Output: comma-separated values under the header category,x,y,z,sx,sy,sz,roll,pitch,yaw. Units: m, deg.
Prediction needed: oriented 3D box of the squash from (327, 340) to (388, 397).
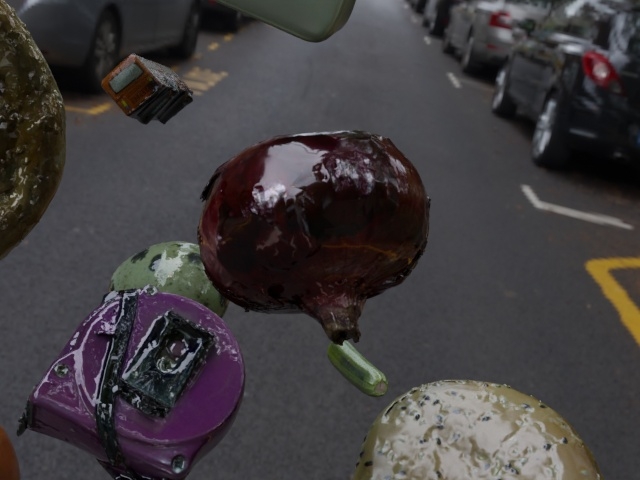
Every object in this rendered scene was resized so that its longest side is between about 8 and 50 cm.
category,x,y,z,sx,sy,sz,roll,pitch,yaw
squash,0.077,0.277,2.042,0.066,0.066,0.229,3,15,-26

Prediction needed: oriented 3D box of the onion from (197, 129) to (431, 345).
category,x,y,z,sx,sy,sz,roll,pitch,yaw
onion,0.000,0.000,0.951,0.252,0.252,0.219,-2,59,-37

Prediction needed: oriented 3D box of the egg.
category,x,y,z,sx,sy,sz,roll,pitch,yaw
egg,-0.267,0.088,1.637,0.228,0.177,0.177,3,13,22

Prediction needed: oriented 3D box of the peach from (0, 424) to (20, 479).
category,x,y,z,sx,sy,sz,roll,pitch,yaw
peach,-0.645,0.394,1.512,0.342,0.343,0.302,13,57,4

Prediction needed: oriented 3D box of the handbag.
category,x,y,z,sx,sy,sz,roll,pitch,yaw
handbag,-0.054,-0.352,1.005,0.256,0.219,0.079,25,27,6

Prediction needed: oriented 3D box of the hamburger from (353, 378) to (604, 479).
category,x,y,z,sx,sy,sz,roll,pitch,yaw
hamburger,0.185,0.324,1.198,0.317,0.195,0.277,-17,47,-5

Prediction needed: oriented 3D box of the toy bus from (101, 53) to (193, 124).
category,x,y,z,sx,sy,sz,roll,pitch,yaw
toy bus,-0.306,-0.274,1.727,0.092,0.093,0.409,48,4,-5

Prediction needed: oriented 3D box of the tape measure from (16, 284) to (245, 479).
category,x,y,z,sx,sy,sz,roll,pitch,yaw
tape measure,-0.215,0.184,1.160,0.231,0.149,0.245,25,54,-1

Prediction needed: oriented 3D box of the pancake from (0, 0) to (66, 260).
category,x,y,z,sx,sy,sz,roll,pitch,yaw
pancake,-0.436,-0.120,1.012,0.071,0.382,0.382,8,11,41
